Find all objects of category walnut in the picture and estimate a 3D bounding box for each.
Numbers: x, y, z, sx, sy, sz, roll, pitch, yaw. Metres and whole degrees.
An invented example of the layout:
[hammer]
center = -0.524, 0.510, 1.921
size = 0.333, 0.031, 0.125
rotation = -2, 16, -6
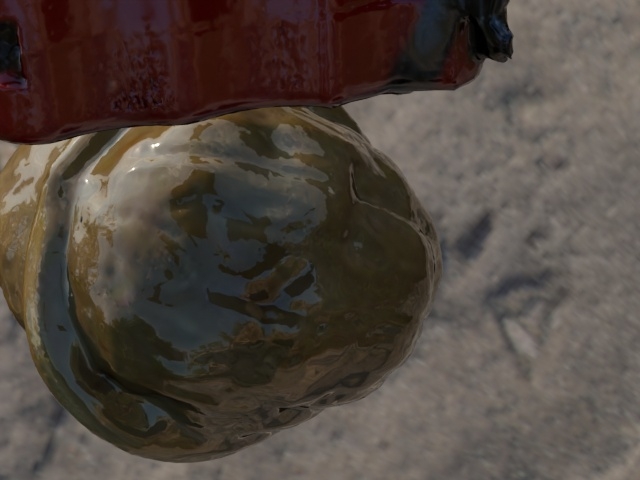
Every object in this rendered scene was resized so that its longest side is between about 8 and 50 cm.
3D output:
[walnut]
center = -0.080, 0.010, 1.270
size = 0.296, 0.285, 0.285
rotation = 16, 81, 50

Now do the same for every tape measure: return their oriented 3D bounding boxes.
[tape measure]
center = -0.058, -0.147, 0.869
size = 0.253, 0.114, 0.260
rotation = -9, 34, -8
